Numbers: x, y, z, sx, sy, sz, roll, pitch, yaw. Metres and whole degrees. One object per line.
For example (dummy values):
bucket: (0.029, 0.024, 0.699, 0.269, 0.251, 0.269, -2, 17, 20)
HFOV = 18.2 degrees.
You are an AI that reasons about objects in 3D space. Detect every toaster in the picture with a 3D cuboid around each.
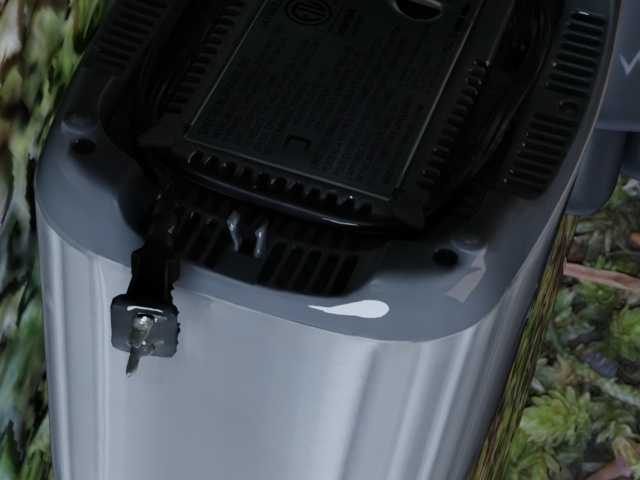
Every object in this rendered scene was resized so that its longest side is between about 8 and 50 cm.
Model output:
toaster: (0.000, 0.000, 0.546, 0.227, 0.129, 0.146, -66, 168, -45)

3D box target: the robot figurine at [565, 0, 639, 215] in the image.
robot figurine: (0.126, -0.153, 0.837, 0.209, 0.173, 0.278, -81, -179, -62)
